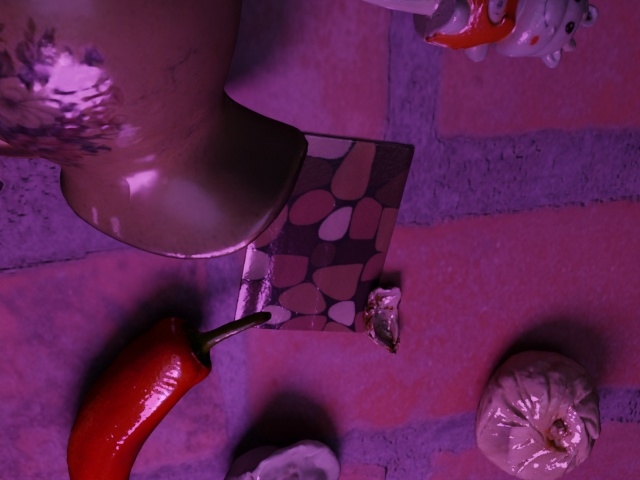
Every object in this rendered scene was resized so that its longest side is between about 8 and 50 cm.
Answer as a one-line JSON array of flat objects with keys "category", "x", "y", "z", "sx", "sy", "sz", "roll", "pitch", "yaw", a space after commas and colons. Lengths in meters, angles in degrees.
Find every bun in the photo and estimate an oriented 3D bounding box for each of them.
[{"category": "bun", "x": 0.271, "y": 0.223, "z": 0.946, "sx": 0.164, "sy": 0.111, "sz": 0.188, "roll": -3, "pitch": 123, "yaw": -9}]

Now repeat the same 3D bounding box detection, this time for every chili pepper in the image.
[{"category": "chili pepper", "x": -0.200, "y": 0.195, "z": 0.837, "sx": 0.137, "sy": 0.092, "sz": 0.368, "roll": 12, "pitch": 124, "yaw": -41}]

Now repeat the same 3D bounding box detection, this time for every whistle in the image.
[{"category": "whistle", "x": 0.137, "y": -0.218, "z": 0.669, "sx": 0.253, "sy": 0.106, "sz": 0.102, "roll": 6, "pitch": 77, "yaw": -17}]

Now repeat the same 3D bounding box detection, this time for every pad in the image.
[{"category": "pad", "x": 0.000, "y": 0.000, "z": 0.812, "sx": 0.158, "sy": 0.003, "sz": 0.235, "roll": 4, "pitch": 118, "yaw": -17}]

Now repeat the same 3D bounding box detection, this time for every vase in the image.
[{"category": "vase", "x": -0.199, "y": -0.143, "z": 0.577, "sx": 0.329, "sy": 0.241, "sz": 0.302, "roll": -1, "pitch": 138, "yaw": 18}]

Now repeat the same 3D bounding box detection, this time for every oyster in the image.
[{"category": "oyster", "x": 0.069, "y": 0.091, "z": 0.863, "sx": 0.051, "sy": 0.034, "sz": 0.093, "roll": -14, "pitch": 115, "yaw": -34}]

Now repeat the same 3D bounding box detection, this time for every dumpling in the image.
[{"category": "dumpling", "x": -0.057, "y": 0.303, "z": 0.925, "sx": 0.108, "sy": 0.152, "sz": 0.219, "roll": 30, "pitch": 134, "yaw": 18}]

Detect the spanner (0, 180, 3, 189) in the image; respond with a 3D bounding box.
[{"category": "spanner", "x": -0.383, "y": -0.136, "z": 0.582, "sx": 0.325, "sy": 0.093, "sz": 0.026, "roll": 42, "pitch": 73, "yaw": -27}]
